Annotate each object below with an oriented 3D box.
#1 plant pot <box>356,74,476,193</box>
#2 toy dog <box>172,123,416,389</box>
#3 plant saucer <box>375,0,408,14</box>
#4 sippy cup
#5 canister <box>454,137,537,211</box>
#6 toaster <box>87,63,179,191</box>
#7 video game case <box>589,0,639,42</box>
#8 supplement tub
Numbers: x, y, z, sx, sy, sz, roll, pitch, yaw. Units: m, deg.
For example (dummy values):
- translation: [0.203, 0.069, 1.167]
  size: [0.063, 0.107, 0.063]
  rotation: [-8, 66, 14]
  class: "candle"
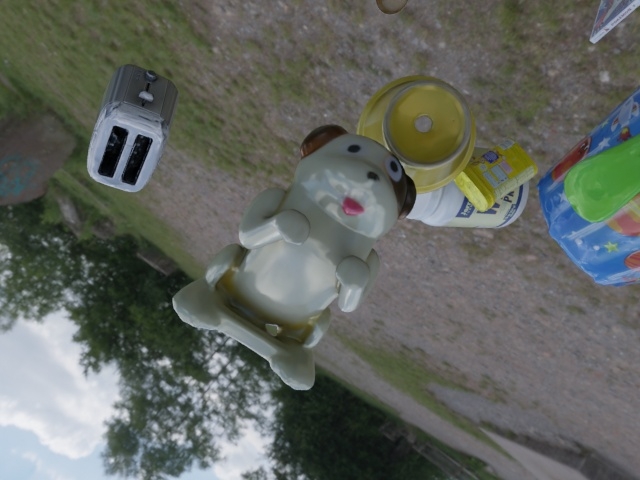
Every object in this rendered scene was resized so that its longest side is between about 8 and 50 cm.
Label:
- translation: [0.199, -0.221, 1.095]
  size: [0.254, 0.254, 0.239]
  rotation: [38, -175, 1]
  class: "plant pot"
- translation: [0.000, 0.000, 0.982]
  size: [0.285, 0.407, 0.395]
  rotation: [37, -164, 1]
  class: "toy dog"
- translation: [0.154, -0.514, 1.123]
  size: [0.083, 0.083, 0.015]
  rotation: [31, -153, 28]
  class: "plant saucer"
- translation: [0.384, -0.064, 0.602]
  size: [0.306, 0.240, 0.224]
  rotation: [28, 137, -20]
  class: "sippy cup"
- translation: [0.441, -0.168, 1.355]
  size: [0.126, 0.170, 0.073]
  rotation: [55, 168, 15]
  class: "canister"
- translation: [-0.347, -0.192, 0.979]
  size: [0.129, 0.227, 0.146]
  rotation: [20, -143, -24]
  class: "toaster"
- translation: [0.826, -0.667, 1.469]
  size: [0.023, 0.201, 0.183]
  rotation: [27, 157, -6]
  class: "video game case"
- translation: [0.401, -0.155, 1.552]
  size: [0.325, 0.235, 0.235]
  rotation: [1, -178, -24]
  class: "supplement tub"
